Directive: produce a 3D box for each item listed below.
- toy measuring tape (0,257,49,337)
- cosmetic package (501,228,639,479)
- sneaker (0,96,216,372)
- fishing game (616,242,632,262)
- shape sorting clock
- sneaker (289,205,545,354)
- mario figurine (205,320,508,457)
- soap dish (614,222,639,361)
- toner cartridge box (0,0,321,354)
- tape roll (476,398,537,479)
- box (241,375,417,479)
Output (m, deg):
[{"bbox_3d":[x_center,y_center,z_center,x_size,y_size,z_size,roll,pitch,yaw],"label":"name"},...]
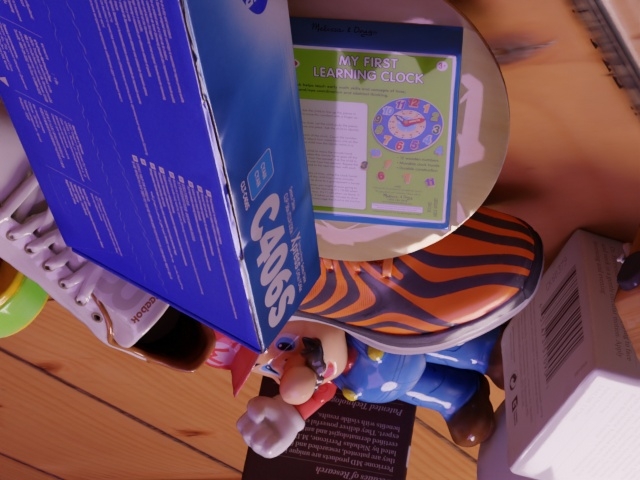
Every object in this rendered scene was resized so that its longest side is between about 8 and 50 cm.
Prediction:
[{"bbox_3d":[-0.263,0.040,1.124,0.330,0.121,0.121,2,154,20],"label":"toy measuring tape"},{"bbox_3d":[0.264,0.112,0.967,0.183,0.151,0.151,17,134,-10],"label":"cosmetic package"},{"bbox_3d":[-0.168,0.000,0.870,0.123,0.106,0.290,32,169,47],"label":"sneaker"},{"bbox_3d":[0.339,0.027,0.766,0.264,0.189,0.041,-19,164,16],"label":"fishing game"},{"bbox_3d":[0.016,-0.076,0.745,0.206,0.040,0.206,5,127,7],"label":"shape sorting clock"},{"bbox_3d":[0.000,0.000,0.911,0.321,0.125,0.180,-2,154,27],"label":"sneaker"},{"bbox_3d":[0.035,0.126,1.099,0.320,0.198,0.170,14,179,-18],"label":"mario figurine"},{"bbox_3d":[0.290,-0.041,0.595,0.118,0.229,0.291,36,149,-14],"label":"soap dish"},{"bbox_3d":[-0.096,-0.084,0.638,0.165,0.075,0.348,25,151,20],"label":"toner cartridge box"},{"bbox_3d":[0.293,0.223,1.133,0.246,0.246,0.169,15,156,-10],"label":"tape roll"},{"bbox_3d":[0.015,0.211,1.275,0.167,0.203,0.168,9,157,4],"label":"box"}]
